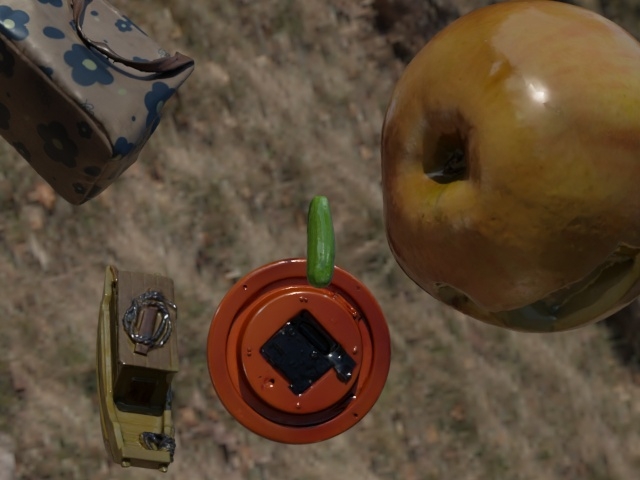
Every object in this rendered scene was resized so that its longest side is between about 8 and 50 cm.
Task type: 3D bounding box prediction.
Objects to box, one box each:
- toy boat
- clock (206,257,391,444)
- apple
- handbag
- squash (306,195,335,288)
[{"bbox_3d":[-0.138,0.092,1.136,0.077,0.057,0.200,116,-25,-42],"label":"toy boat"},{"bbox_3d":[-0.023,0.121,1.631,0.051,0.205,0.205,171,-94,-82],"label":"clock"},{"bbox_3d":[0.115,-0.039,0.801,0.199,0.199,0.199,-13,90,-68],"label":"apple"},{"bbox_3d":[-0.291,-0.200,1.765,0.251,0.190,0.193,45,51,-1],"label":"handbag"},{"bbox_3d":[0.000,-0.001,1.228,0.027,0.027,0.089,46,35,-52],"label":"squash"}]
